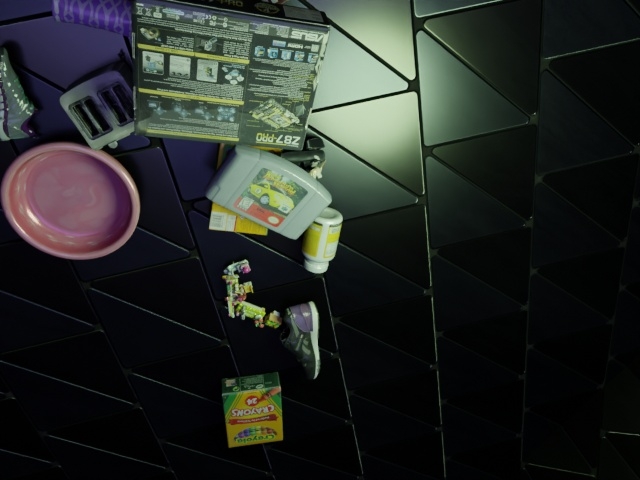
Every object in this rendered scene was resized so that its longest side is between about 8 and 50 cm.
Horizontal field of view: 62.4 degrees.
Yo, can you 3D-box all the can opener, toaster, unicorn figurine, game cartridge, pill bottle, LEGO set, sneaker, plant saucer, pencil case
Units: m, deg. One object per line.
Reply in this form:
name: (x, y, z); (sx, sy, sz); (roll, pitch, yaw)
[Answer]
can opener: (-0.055, -0.226, 1.414); (0.059, 0.186, 0.073); (-22, 90, 46)
toaster: (-0.509, -0.329, 1.274); (0.168, 0.110, 0.185); (-25, 121, 2)
unicorn figurine: (-0.046, -0.148, 1.499); (0.162, 0.060, 0.111); (-15, 121, -3)
game cartridge: (-0.128, -0.125, 1.375); (0.294, 0.060, 0.196); (25, 124, -25)
pill bottle: (0.000, 0.000, 1.567); (0.103, 0.103, 0.184); (4, 118, -14)
LEGO set: (-0.225, 0.204, 1.634); (0.132, 0.107, 0.287); (-24, 121, 3)
sneaker: (-0.723, -0.346, 1.255); (0.098, 0.083, 0.223); (-6, 127, -32)
plant saucer: (-0.645, -0.109, 1.387); (0.332, 0.084, 0.332); (-5, 119, -9)
sneaker: (-0.075, 0.335, 1.739); (0.124, 0.107, 0.283); (-8, 111, -16)
pencil case: (-0.496, -0.510, 1.192); (0.206, 0.086, 0.088); (9, 153, -14)

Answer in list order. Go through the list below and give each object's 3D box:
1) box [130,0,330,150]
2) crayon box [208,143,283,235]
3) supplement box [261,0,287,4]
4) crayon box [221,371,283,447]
box: (-0.203, -0.363, 1.159); (0.395, 0.097, 0.318); (3, 133, -14)
crayon box: (-0.208, -0.158, 1.448); (0.165, 0.081, 0.278); (6, 117, -15)
supplement box: (-0.051, -0.647, 1.208); (0.239, 0.073, 0.130); (-27, 121, 6)
crayon box: (-0.238, 0.625, 1.886); (0.202, 0.081, 0.318); (-6, 121, -9)
